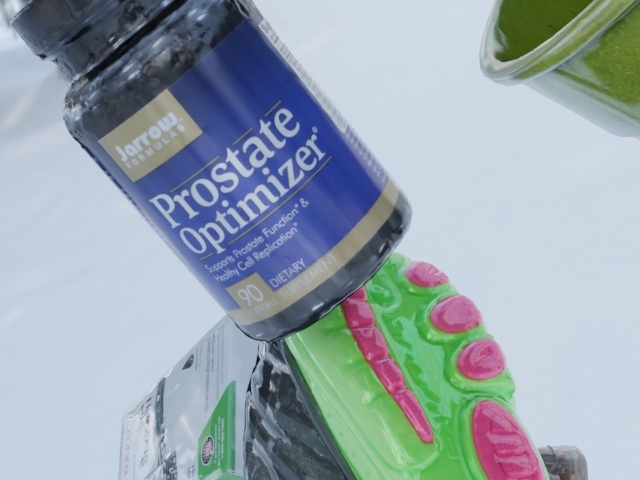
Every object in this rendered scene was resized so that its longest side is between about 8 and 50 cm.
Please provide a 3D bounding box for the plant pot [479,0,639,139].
[{"bbox_3d":[0.326,-0.137,0.580,0.353,0.366,0.366,33,19,-7],"label":"plant pot"}]

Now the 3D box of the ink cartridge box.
[{"bbox_3d":[-0.091,0.177,1.010,0.087,0.208,0.153,19,48,-27],"label":"ink cartridge box"}]

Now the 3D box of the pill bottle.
[{"bbox_3d":[-0.060,-0.062,0.654,0.123,0.219,0.123,-37,15,11],"label":"pill bottle"}]

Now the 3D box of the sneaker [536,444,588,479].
[{"bbox_3d":[0.185,0.218,1.094,0.071,0.066,0.188,1,-9,-8],"label":"sneaker"}]

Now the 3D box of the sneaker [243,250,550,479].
[{"bbox_3d":[0.062,0.229,0.719,0.185,0.202,0.483,7,49,-25],"label":"sneaker"}]
